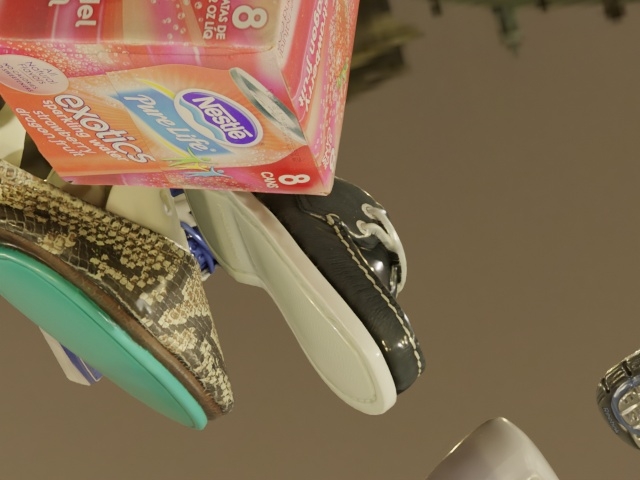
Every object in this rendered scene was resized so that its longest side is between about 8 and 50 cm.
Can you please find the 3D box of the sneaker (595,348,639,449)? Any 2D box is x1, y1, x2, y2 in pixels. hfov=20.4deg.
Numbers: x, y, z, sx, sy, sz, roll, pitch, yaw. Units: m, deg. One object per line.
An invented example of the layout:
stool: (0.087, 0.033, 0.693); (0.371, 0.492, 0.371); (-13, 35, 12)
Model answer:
sneaker: (0.374, 0.075, 1.563); (0.297, 0.111, 0.129); (-33, -178, 37)

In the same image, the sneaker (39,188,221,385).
sneaker: (-0.129, -0.009, 1.691); (0.182, 0.127, 0.315); (6, -132, 34)

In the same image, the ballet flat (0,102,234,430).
ballet flat: (-0.218, -0.045, 1.180); (0.164, 0.483, 0.182); (4, -113, 58)

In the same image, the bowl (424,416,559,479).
bowl: (0.128, 0.216, 1.279); (0.142, 0.142, 0.053); (-45, -145, -18)

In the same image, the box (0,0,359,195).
box: (-0.054, -0.186, 0.846); (0.142, 0.154, 0.300); (3, -113, 11)

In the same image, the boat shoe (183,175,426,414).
boat shoe: (0.000, 0.000, 1.086); (0.091, 0.114, 0.302); (-25, -144, -13)
